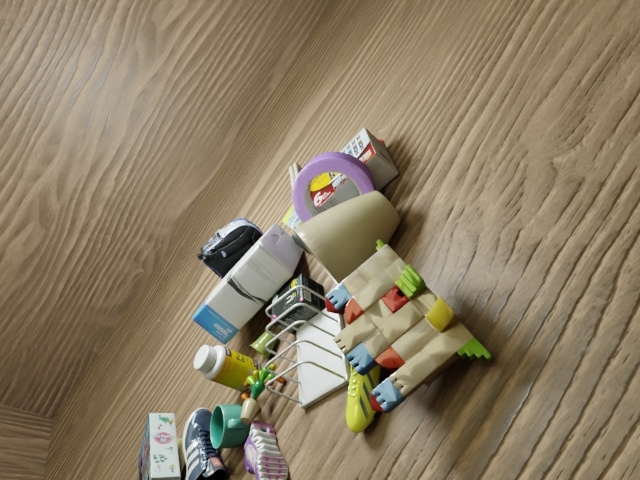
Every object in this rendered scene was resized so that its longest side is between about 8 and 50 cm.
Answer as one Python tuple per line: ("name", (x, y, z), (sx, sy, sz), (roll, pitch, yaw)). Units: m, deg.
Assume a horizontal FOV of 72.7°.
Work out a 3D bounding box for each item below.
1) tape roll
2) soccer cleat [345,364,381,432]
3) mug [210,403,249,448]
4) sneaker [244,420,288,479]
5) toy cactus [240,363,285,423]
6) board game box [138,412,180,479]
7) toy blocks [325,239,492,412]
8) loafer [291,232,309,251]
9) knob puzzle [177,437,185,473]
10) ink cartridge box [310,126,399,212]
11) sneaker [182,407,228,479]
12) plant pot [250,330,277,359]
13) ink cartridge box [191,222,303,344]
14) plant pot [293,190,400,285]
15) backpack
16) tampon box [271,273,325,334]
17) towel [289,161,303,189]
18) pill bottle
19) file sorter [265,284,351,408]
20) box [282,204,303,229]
("tape roll", (0.046, -0.152, 1.456), (0.275, 0.275, 0.090), (-41, 13, 24))
("soccer cleat", (0.105, 0.324, 1.090), (0.093, 0.121, 0.289), (-9, 55, 51))
("mug", (-0.280, 0.596, 1.383), (0.157, 0.097, 0.130), (17, 95, 60))
("sneaker", (-0.166, 0.627, 1.228), (0.105, 0.095, 0.236), (-58, 25, 7))
("toy cactus", (-0.198, 0.491, 1.364), (0.219, 0.112, 0.181), (-51, 12, 35))
("board game box", (-0.554, 0.780, 1.484), (0.303, 0.097, 0.224), (39, 116, 62))
("toy blocks", (0.152, 0.202, 0.997), (0.261, 0.191, 0.381), (-40, 58, 1))
("loafer", (0.000, 0.000, 1.593), (0.084, 0.096, 0.267), (-46, 33, -21))
("knob puzzle", (-0.540, 0.829, 1.617), (0.213, 0.030, 0.213), (-36, 36, 32))
("ink cartridge box", (0.106, -0.247, 1.615), (0.309, 0.130, 0.272), (-42, 32, 23))
("sneaker", (-0.359, 0.704, 1.393), (0.148, 0.131, 0.350), (-37, 45, 31))
("plant pot", (-0.191, 0.360, 1.527), (0.079, 0.083, 0.083), (-53, 29, -18))
("ink cartridge box", (-0.262, 0.154, 1.637), (0.395, 0.166, 0.285), (-46, 8, 17))
("plant pot", (0.101, -0.019, 1.331), (0.274, 0.256, 0.256), (-39, 31, -3))
("backpack", (-0.356, 0.042, 1.898), (0.263, 0.276, 0.213), (-40, 34, 2))
("tampon box", (-0.077, 0.215, 1.467), (0.161, 0.101, 0.120), (-40, 34, 26))
("towel", (-0.043, -0.176, 1.702), (0.049, 0.187, 0.282), (-38, 34, 21))
("pill bottle", (-0.320, 0.436, 1.494), (0.117, 0.215, 0.117), (-35, 37, 32))
("file sorter", (-0.052, 0.306, 1.280), (0.193, 0.173, 0.278), (-40, 35, 27))
("box", (-0.091, -0.093, 1.834), (0.109, 0.042, 0.178), (-57, 30, 1))
